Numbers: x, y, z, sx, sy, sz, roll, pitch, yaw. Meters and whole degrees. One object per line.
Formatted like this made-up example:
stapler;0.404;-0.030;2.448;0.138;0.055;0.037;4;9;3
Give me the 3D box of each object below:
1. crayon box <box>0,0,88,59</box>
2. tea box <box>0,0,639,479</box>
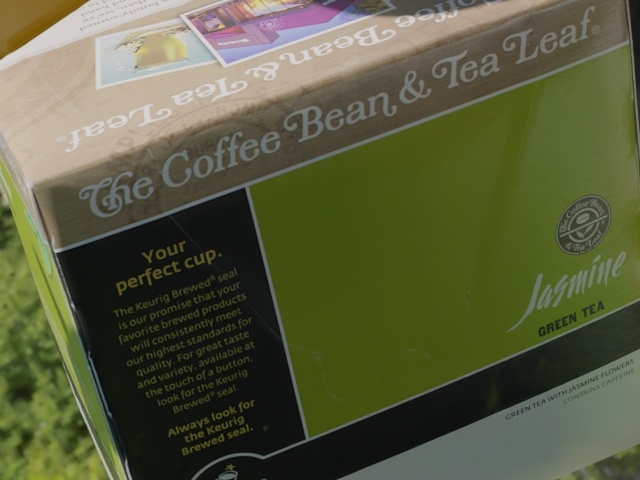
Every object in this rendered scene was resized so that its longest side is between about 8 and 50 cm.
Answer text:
crayon box;-0.052;-0.203;0.511;0.081;0.278;0.165;53;177;27
tea box;0.000;0.000;0.880;0.220;0.329;0.324;-129;23;-54
